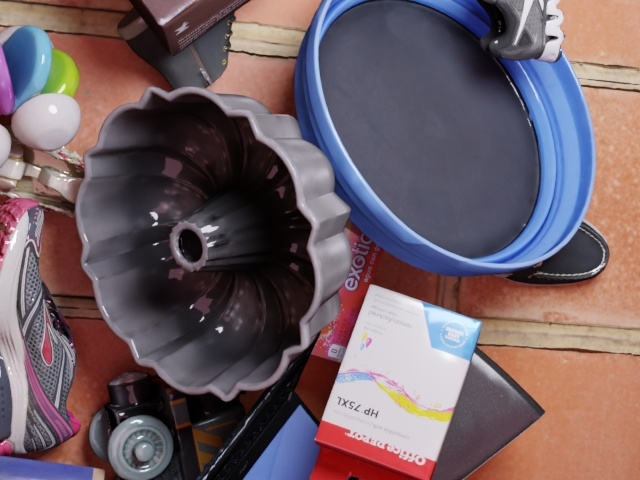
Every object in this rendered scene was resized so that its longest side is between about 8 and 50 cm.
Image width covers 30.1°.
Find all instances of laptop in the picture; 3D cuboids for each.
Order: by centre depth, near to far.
[{"bbox_3d":[-0.041,0.269,1.331,0.136,0.264,0.234,34,59,8],"label":"laptop"}]

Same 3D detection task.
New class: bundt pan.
[{"bbox_3d":[-0.099,-0.006,1.256,0.124,0.331,0.331,-19,105,-52],"label":"bundt pan"}]

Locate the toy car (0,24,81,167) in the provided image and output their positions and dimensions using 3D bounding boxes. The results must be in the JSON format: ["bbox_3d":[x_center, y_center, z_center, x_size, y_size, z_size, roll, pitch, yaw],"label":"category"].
[{"bbox_3d":[-0.354,-0.170,1.279,0.182,0.136,0.159,-21,59,-8],"label":"toy car"}]

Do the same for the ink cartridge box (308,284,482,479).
[{"bbox_3d":[0.080,0.181,1.316,0.134,0.078,0.231,18,79,9],"label":"ink cartridge box"}]

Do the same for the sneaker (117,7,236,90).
[{"bbox_3d":[-0.119,-0.273,1.378,0.222,0.083,0.118,-42,118,-6],"label":"sneaker"}]

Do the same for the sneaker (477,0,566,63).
[{"bbox_3d":[0.214,-0.305,1.315,0.106,0.078,0.234,-10,112,-13],"label":"sneaker"}]

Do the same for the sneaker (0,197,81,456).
[{"bbox_3d":[-0.335,0.097,1.361,0.112,0.121,0.299,-4,106,-26],"label":"sneaker"}]

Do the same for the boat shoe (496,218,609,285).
[{"bbox_3d":[0.228,-0.003,1.467,0.302,0.091,0.114,10,95,-13],"label":"boat shoe"}]

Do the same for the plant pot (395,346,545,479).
[{"bbox_3d":[0.128,0.192,1.435,0.188,0.187,0.167,-38,90,-5],"label":"plant pot"}]

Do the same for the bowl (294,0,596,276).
[{"bbox_3d":[0.142,-0.141,1.345,0.391,0.077,0.391,14,63,-29],"label":"bowl"}]

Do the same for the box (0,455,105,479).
[{"bbox_3d":[-0.369,0.287,1.366,0.225,0.136,0.036,9,55,-14],"label":"box"}]

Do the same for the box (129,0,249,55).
[{"bbox_3d":[-0.198,-0.410,1.257,0.191,0.143,0.381,-36,85,-5],"label":"box"}]

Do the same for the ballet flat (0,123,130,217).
[{"bbox_3d":[-0.319,-0.078,1.353,0.241,0.077,0.091,15,96,-13],"label":"ballet flat"}]

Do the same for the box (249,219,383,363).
[{"bbox_3d":[0.000,0.000,1.401,0.122,0.128,0.257,17,94,-14],"label":"box"}]

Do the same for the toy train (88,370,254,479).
[{"bbox_3d":[-0.154,0.305,1.414,0.190,0.142,0.334,-14,97,-23],"label":"toy train"}]
